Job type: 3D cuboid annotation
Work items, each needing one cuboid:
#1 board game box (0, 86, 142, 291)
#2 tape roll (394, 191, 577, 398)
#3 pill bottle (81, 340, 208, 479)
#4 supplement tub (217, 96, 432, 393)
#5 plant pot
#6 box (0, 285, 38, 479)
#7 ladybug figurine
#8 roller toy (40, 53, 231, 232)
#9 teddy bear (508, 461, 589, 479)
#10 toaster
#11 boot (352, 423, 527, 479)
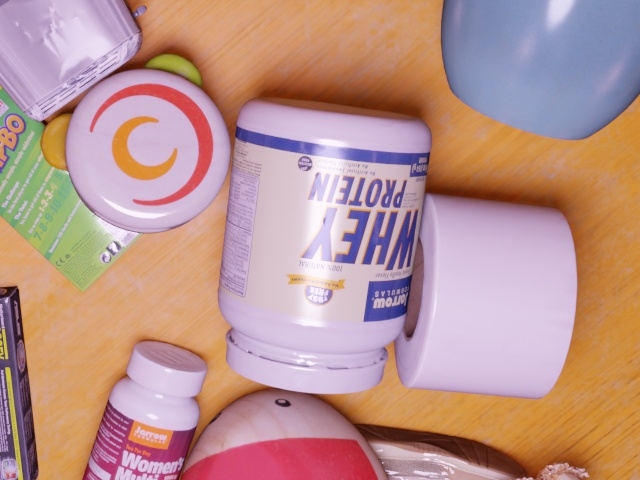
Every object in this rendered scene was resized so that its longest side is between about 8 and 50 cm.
[{"bbox_3d":[-0.353,-0.067,1.284,0.124,0.039,0.259,-44,104,4],"label":"board game box"},{"bbox_3d":[0.195,0.069,1.250,0.169,0.246,0.246,6,101,-7],"label":"tape roll"},{"bbox_3d":[-0.228,0.252,1.313,0.121,0.121,0.221,18,99,-8],"label":"pill bottle"},{"bbox_3d":[0.000,0.000,1.224,0.236,0.235,0.324,6,101,-6],"label":"supplement tub"},{"bbox_3d":[0.274,-0.258,1.179,0.293,0.293,0.235,14,114,-7],"label":"plant pot"},{"bbox_3d":[-0.494,0.202,1.313,0.216,0.060,0.269,-4,102,-5],"label":"box"},{"bbox_3d":[-0.050,0.393,1.236,0.305,0.162,0.449,-19,66,11],"label":"ladybug figurine"},{"bbox_3d":[-0.213,-0.103,1.225,0.209,0.146,0.191,-31,94,-12],"label":"roller toy"},{"bbox_3d":[0.247,0.431,1.361,0.245,0.113,0.337,-28,136,-29],"label":"teddy bear"},{"bbox_3d":[-0.321,-0.243,1.205,0.227,0.129,0.146,-34,104,1],"label":"toaster"},{"bbox_3d":[0.137,0.371,1.376,0.262,0.095,0.203,10,98,-4],"label":"boot"}]
